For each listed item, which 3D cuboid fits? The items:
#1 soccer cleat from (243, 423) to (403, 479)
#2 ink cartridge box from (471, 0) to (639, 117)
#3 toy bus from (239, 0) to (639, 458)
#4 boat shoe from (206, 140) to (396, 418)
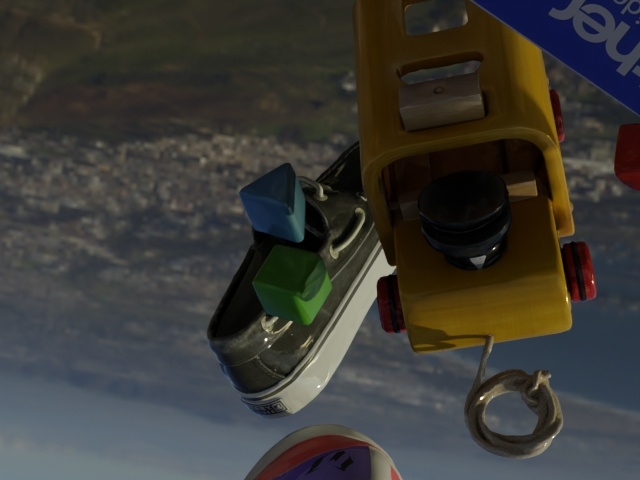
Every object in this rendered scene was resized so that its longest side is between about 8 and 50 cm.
[{"bbox_3d":[-0.062,0.239,0.716,0.108,0.318,0.116,36,178,-5],"label":"soccer cleat"},{"bbox_3d":[0.049,-0.114,0.339,0.207,0.046,0.097,35,133,0],"label":"ink cartridge box"},{"bbox_3d":[0.064,-0.036,0.627,0.202,0.191,0.104,29,155,35],"label":"toy bus"},{"bbox_3d":[0.000,0.000,0.804,0.077,0.219,0.070,-12,126,35],"label":"boat shoe"}]
